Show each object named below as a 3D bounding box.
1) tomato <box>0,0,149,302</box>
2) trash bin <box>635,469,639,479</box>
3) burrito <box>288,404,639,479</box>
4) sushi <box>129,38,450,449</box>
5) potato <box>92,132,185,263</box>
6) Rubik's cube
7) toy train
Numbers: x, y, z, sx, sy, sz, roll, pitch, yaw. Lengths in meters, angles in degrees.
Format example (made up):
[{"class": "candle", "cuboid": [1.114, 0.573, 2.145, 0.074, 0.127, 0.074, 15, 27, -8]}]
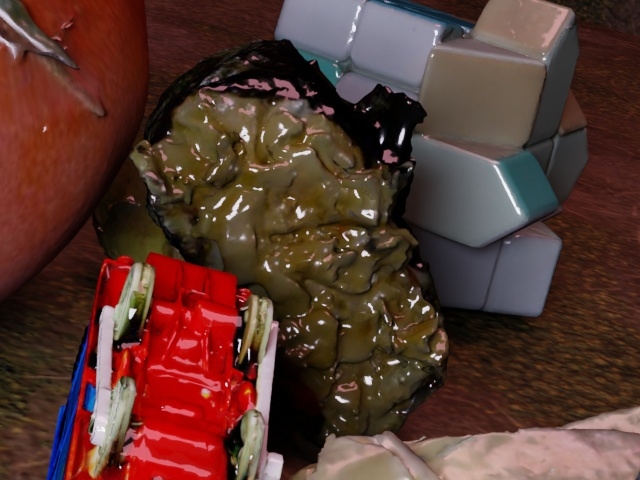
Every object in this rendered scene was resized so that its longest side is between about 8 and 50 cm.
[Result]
[{"class": "tomato", "cuboid": [-0.250, -0.093, 0.940, 0.341, 0.273, 0.341, 10, 46, -10]}, {"class": "trash bin", "cuboid": [0.288, 0.140, 0.601, 0.381, 0.295, 0.259, 8, 19, -42]}, {"class": "burrito", "cuboid": [0.137, 0.143, 0.757, 0.347, 0.107, 0.175, -6, 49, -36]}, {"class": "sushi", "cuboid": [0.000, 0.000, 0.924, 0.147, 0.212, 0.115, -26, 19, -6]}, {"class": "potato", "cuboid": [-0.037, 0.002, 1.072, 0.225, 0.117, 0.090, 26, -14, 17]}, {"class": "Rubik's cube", "cuboid": [0.076, -0.070, 1.209, 0.213, 0.224, 0.265, 23, 13, 24]}, {"class": "toy train", "cuboid": [-0.068, 0.091, 0.745, 0.082, 0.131, 0.204, 17, 27, -10]}]
